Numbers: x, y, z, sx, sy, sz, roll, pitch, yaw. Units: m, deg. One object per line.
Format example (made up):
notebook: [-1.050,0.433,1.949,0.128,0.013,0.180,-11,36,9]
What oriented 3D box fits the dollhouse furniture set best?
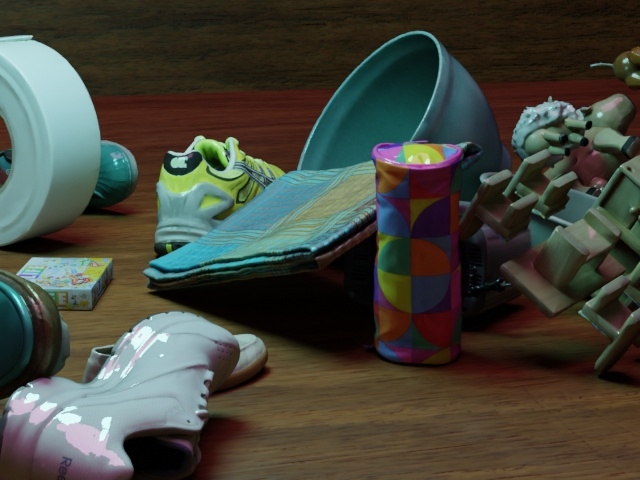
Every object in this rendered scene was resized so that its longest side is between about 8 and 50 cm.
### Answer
dollhouse furniture set: [0.277,0.029,1.558,0.212,0.161,0.242,45,43,20]

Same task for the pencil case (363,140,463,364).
pencil case: [0.099,0.014,1.496,0.104,0.236,0.104,0,22,0]

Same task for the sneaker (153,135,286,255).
sneaker: [-0.121,-0.078,2.069,0.145,0.147,0.385,2,11,13]

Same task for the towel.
towel: [-0.018,-0.030,1.689,0.271,0.040,0.370,-35,15,-32]

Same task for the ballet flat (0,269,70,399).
ballet flat: [-0.303,0.095,1.297,0.124,0.116,0.342,9,-17,-44]

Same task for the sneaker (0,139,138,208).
sneaker: [-0.418,-0.093,2.243,0.302,0.108,0.121,0,11,36]

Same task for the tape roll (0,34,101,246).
tape roll: [-0.439,-0.137,2.011,0.286,0.286,0.100,9,16,34]

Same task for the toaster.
toaster: [0.147,0.018,1.690,0.227,0.129,0.146,5,11,35]

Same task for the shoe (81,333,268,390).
shoe: [-0.136,0.114,1.410,0.219,0.058,0.077,-12,18,-44]

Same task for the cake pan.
cake pan: [0.333,-0.012,1.837,0.293,0.054,0.293,17,12,-4]

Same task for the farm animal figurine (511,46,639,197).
farm animal figurine: [0.430,-0.117,2.118,0.327,0.330,0.172,-36,30,-19]

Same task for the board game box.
board game box: [-0.314,0.051,1.761,0.103,0.026,0.154,0,13,1]

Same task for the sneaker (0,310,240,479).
sneaker: [-0.141,0.150,1.213,0.129,0.111,0.297,19,26,21]

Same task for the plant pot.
plant pot: [0.132,-0.108,1.978,0.196,0.293,0.293,33,-1,-25]
